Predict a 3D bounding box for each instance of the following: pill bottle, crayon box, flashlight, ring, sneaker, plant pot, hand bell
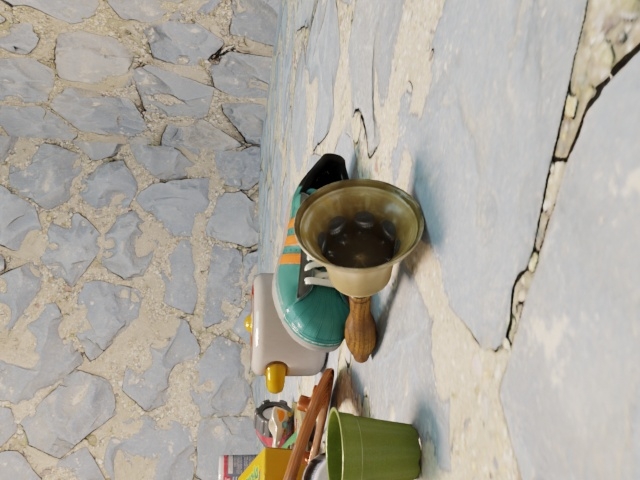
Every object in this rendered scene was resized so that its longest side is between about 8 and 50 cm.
[{"bbox_3d":[0.018,0.307,0.715,0.137,0.078,0.078,117,154,-69],"label":"pill bottle"},{"bbox_3d":[-0.094,0.516,1.025,0.203,0.083,0.323,120,156,-47],"label":"crayon box"},{"bbox_3d":[-0.197,0.660,1.602,0.108,0.180,0.108,-178,90,-80],"label":"pill bottle"},{"bbox_3d":[-0.125,0.555,1.435,0.103,0.103,0.304,-114,29,-67],"label":"flashlight"},{"bbox_3d":[-0.040,0.348,0.828,0.336,0.032,0.337,14,-90,-81],"label":"ring"},{"bbox_3d":[0.000,0.000,0.772,0.121,0.108,0.302,114,161,-43],"label":"sneaker"},{"bbox_3d":[0.051,0.202,0.542,0.083,0.079,0.083,-177,90,-81],"label":"plant pot"},{"bbox_3d":[0.046,0.064,0.634,0.242,0.126,0.126,83,180,-46],"label":"hand bell"}]

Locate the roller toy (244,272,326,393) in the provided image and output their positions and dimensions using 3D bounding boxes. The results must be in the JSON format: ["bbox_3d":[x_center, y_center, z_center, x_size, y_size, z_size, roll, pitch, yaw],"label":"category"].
[{"bbox_3d":[-0.070,0.159,1.068,0.191,0.146,0.209,-116,29,-71],"label":"roller toy"}]

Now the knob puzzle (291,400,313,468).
[{"bbox_3d":[-0.033,0.421,1.139,0.213,0.030,0.213,-177,90,-81],"label":"knob puzzle"}]

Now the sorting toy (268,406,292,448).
[{"bbox_3d":[-0.090,0.404,1.202,0.083,0.044,0.075,106,177,-55],"label":"sorting toy"}]
